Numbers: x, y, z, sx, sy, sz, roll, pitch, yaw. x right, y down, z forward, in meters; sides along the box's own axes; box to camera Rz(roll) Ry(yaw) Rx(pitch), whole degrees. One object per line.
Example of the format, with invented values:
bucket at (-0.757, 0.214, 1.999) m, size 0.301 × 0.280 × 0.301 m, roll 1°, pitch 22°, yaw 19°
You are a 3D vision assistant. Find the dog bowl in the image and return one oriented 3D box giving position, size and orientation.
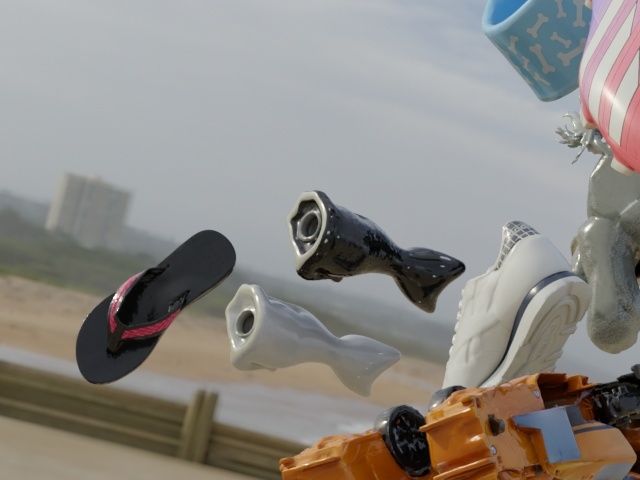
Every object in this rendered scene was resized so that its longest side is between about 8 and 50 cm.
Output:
dog bowl at (0.216, -0.245, 1.155) m, size 0.074 × 0.297 × 0.166 m, roll 33°, pitch -32°, yaw -14°

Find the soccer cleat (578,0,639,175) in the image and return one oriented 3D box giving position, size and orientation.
soccer cleat at (0.180, -0.116, 0.749) m, size 0.083 × 0.095 × 0.248 m, roll 17°, pitch 38°, yaw -8°

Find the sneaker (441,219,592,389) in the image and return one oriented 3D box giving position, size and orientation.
sneaker at (0.158, 0.090, 1.324) m, size 0.090 × 0.235 × 0.095 m, roll -8°, pitch 48°, yaw -40°

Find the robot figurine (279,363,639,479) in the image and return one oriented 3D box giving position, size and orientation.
robot figurine at (0.120, 0.138, 0.920) m, size 0.211 × 0.085 × 0.291 m, roll -24°, pitch -18°, yaw 35°

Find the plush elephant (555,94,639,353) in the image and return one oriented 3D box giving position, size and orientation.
plush elephant at (0.432, -0.011, 1.776) m, size 0.255 × 0.272 × 0.330 m, roll 30°, pitch 25°, yaw -44°

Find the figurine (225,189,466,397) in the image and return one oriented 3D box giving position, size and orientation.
figurine at (0.029, 0.073, 1.614) m, size 0.209 × 0.215 × 0.092 m, roll 22°, pitch 23°, yaw -32°

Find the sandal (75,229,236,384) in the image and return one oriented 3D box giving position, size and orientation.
sandal at (-0.151, 0.054, 1.309) m, size 0.067 × 0.179 × 0.040 m, roll 45°, pitch -8°, yaw 10°
